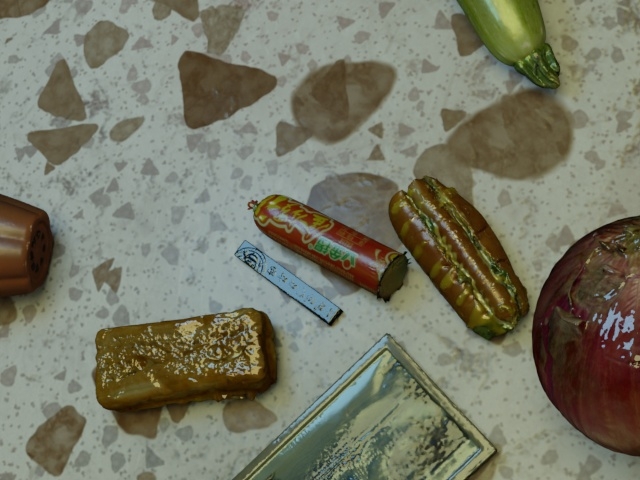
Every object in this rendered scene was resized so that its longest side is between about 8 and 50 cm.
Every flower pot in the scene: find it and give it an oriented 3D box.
[{"bbox_3d":[-0.513,0.010,1.904,0.173,0.190,0.191,8,74,4],"label":"flower pot"}]

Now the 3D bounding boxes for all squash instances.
[{"bbox_3d":[0.261,-0.342,1.814,0.137,0.137,0.287,-19,70,9],"label":"squash"}]

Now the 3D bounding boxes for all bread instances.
[{"bbox_3d":[-0.197,0.178,1.798,0.271,0.077,0.139,-11,73,14],"label":"bread"}]

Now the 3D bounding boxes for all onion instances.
[{"bbox_3d":[0.430,0.106,1.506,0.353,0.353,0.354,-5,71,15],"label":"onion"}]

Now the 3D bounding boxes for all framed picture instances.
[{"bbox_3d":[0.055,0.314,1.708,0.315,0.024,0.232,-43,65,-2],"label":"framed picture"}]

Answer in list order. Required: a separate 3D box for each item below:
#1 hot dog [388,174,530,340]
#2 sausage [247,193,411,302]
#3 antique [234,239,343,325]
[{"bbox_3d":[0.197,0.018,1.742,0.115,0.072,0.269,-36,65,-6],"label":"hot dog"},{"bbox_3d":[0.000,0.000,1.803,0.264,0.083,0.083,27,81,23],"label":"sausage"},{"bbox_3d":[-0.049,0.062,1.827,0.192,0.015,0.031,35,84,24],"label":"antique"}]
